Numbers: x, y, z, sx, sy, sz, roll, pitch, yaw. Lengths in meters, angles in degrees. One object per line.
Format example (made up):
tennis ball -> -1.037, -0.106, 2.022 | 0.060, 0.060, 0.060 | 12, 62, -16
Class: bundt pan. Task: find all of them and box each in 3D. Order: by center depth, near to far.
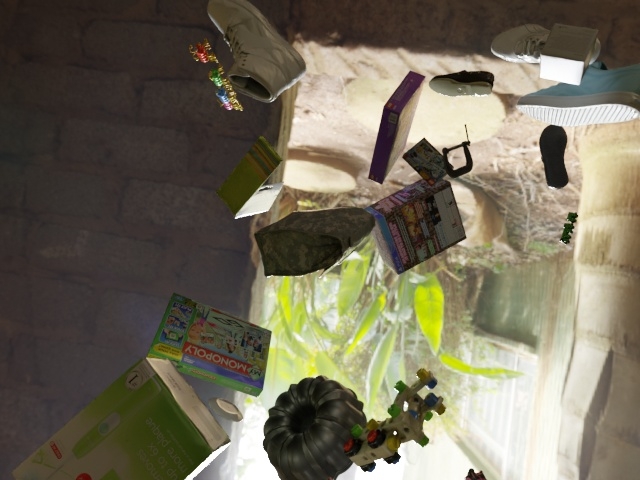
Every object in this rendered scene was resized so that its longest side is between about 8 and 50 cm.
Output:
bundt pan -> -0.037, 0.537, 1.344 | 0.330, 0.331, 0.124 | 2, 138, 47

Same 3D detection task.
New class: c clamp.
c clamp -> 0.408, -0.259, 1.373 | 0.160, 0.137, 0.022 | -31, -165, -36

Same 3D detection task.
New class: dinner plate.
dinner plate -> -0.335, 0.599, 1.646 | 0.141, 0.017, 0.141 | 30, -179, -1

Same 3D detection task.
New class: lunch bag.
lunch bag -> 0.000, 0.000, 1.334 | 0.286, 0.169, 0.235 | -5, -163, 31

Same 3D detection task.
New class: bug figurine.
bug figurine -> -0.377, -0.586, 1.691 | 0.072, 0.279, 0.216 | -27, 166, 2

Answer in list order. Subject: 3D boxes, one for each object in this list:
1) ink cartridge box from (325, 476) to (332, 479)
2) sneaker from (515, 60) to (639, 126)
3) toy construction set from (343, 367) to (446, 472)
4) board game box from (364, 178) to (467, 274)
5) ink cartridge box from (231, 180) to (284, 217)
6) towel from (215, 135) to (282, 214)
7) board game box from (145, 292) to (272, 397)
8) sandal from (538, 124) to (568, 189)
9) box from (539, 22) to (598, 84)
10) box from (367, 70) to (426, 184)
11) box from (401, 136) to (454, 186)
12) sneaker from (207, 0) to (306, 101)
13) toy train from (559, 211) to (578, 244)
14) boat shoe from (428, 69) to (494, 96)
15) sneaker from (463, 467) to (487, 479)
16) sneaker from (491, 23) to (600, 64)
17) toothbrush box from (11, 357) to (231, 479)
ink cartridge box -> 0.064, 0.607, 0.819 | 0.114, 0.273, 0.197 | -31, -171, -11
sneaker -> 0.724, -0.410, 1.275 | 0.135, 0.150, 0.365 | 24, 180, -32
toy construction set -> 0.179, 0.483, 1.191 | 0.151, 0.328, 0.215 | 34, -138, 10
board game box -> 0.334, -0.059, 1.635 | 0.290, 0.232, 0.141 | -27, -156, -7
ink cartridge box -> -0.221, -0.153, 1.596 | 0.145, 0.045, 0.179 | -17, 156, -35
towel -> -0.216, -0.191, 1.372 | 0.102, 0.237, 0.021 | 49, -156, 11
board game box -> -0.297, 0.291, 1.291 | 0.317, 0.046, 0.214 | 25, -147, -16
sandal -> 0.854, -0.309, 1.699 | 0.096, 0.255, 0.054 | 3, 169, 6
box -> 0.592, -0.446, 1.104 | 0.101, 0.087, 0.101 | 25, 176, 27
box -> 0.231, -0.342, 1.424 | 0.057, 0.201, 0.293 | 26, 146, 13
box -> 0.336, -0.245, 1.440 | 0.137, 0.027, 0.094 | 42, 135, -11
sneaker -> -0.190, -0.466, 1.116 | 0.292, 0.169, 0.108 | 39, 149, -3
toy train -> 0.606, -0.031, 1.125 | 0.017, 0.084, 0.023 | 21, 178, -36
boat shoe -> 0.296, -0.332, 0.967 | 0.132, 0.042, 0.049 | 11, 157, 25
sneaker -> 0.536, 0.794, 1.522 | 0.119, 0.057, 0.047 | 29, 155, -1
sneaker -> 0.637, -0.563, 1.329 | 0.296, 0.111, 0.129 | 19, -148, 34
toothbrush box -> -0.338, 0.378, 0.807 | 0.206, 0.283, 0.122 | 48, 175, 14
